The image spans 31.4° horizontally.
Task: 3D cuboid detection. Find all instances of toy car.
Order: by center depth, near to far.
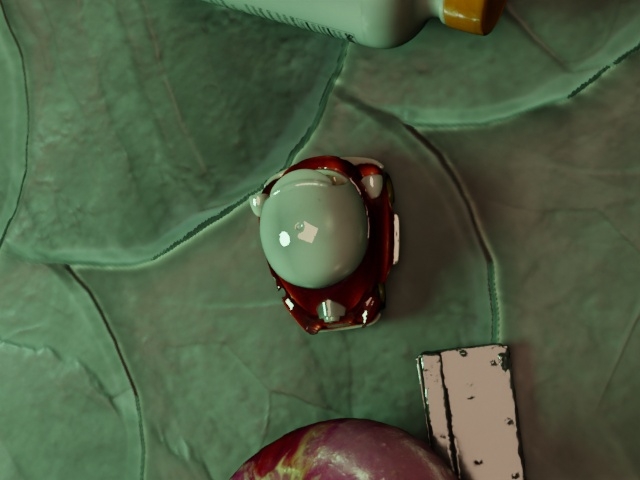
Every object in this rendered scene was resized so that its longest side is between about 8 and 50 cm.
[{"bbox_3d":[0.000,0.000,0.867,0.112,0.112,0.139,-9,83,13],"label":"toy car"}]

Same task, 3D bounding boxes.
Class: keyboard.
[{"bbox_3d":[0.123,0.196,0.869,0.072,0.023,0.231,-8,85,7],"label":"keyboard"}]

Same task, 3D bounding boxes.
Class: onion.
[{"bbox_3d":[0.009,0.220,0.822,0.201,0.200,0.207,51,131,12],"label":"onion"}]

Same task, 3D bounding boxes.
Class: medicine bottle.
[{"bbox_3d":[0.002,-0.237,0.859,0.288,0.157,0.157,18,91,15],"label":"medicine bottle"}]
